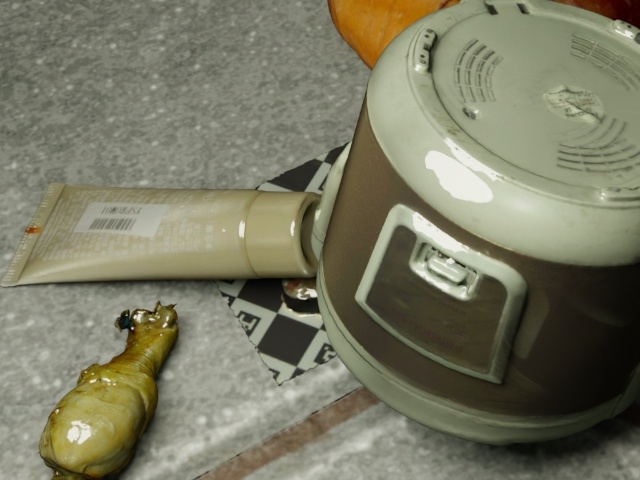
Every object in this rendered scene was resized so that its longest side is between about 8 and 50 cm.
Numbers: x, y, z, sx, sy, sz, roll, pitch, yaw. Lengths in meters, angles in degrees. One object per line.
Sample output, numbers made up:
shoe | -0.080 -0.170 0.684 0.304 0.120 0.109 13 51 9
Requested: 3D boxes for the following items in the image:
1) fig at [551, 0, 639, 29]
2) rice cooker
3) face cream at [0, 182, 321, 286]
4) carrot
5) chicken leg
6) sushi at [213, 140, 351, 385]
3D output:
fig | 0.311 -0.240 1.617 0.175 0.175 0.207 -26 56 -12
rice cooker | 0.159 -0.008 1.359 0.335 0.325 0.335 8 43 -8
face cream | -0.155 -0.007 1.541 0.341 0.084 0.137 0 53 27
carrot | 0.085 -0.229 1.658 0.159 0.159 0.225 -40 49 -21
chicken leg | -0.190 0.143 1.442 0.088 0.103 0.227 12 36 9
sushi | 0.000 0.000 1.548 0.220 0.047 0.231 -26 55 -12
